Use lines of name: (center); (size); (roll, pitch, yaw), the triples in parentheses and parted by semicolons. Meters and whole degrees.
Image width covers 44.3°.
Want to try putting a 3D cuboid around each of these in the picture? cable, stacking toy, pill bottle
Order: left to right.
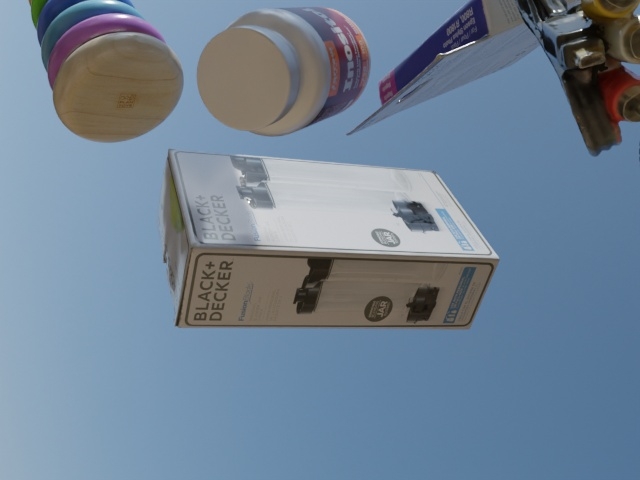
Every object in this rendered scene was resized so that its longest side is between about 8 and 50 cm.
stacking toy: (-0.277, -0.271, 0.908); (0.330, 0.141, 0.141); (60, -36, 30)
pill bottle: (-0.023, -0.120, 0.555); (0.086, 0.152, 0.086); (6, -71, 18)
cable: (0.219, -0.169, 0.652); (0.287, 0.072, 0.139); (-81, 155, -62)

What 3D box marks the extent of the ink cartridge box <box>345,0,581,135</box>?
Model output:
ink cartridge box: (0.211, -0.273, 1.080); (0.071, 0.330, 0.324); (65, -20, 1)

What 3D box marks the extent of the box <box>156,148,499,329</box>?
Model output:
box: (0.000, 0.000, 0.749); (0.169, 0.290, 0.087); (-113, -148, -51)
